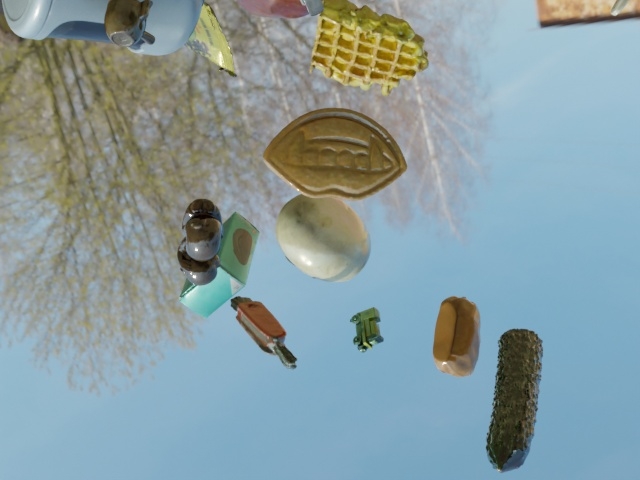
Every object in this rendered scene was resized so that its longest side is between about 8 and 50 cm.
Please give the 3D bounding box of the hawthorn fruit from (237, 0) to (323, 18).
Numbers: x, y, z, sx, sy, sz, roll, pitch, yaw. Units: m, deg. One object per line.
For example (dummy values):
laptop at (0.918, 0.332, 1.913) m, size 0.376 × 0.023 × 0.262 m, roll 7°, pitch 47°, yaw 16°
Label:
hawthorn fruit at (-0.081, -0.672, 1.851) m, size 0.308 × 0.325 × 0.308 m, roll 1°, pitch -144°, yaw -1°

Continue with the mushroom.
mushroom at (0.000, 0.000, 1.960) m, size 0.202 × 0.246 × 0.246 m, roll -48°, pitch 176°, yaw 41°

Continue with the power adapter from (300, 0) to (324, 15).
power adapter at (-0.057, -0.457, 1.194) m, size 0.124 × 0.255 × 0.187 m, roll -24°, pitch -145°, yaw 1°

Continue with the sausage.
sausage at (0.400, 0.278, 2.364) m, size 0.136 × 0.241 × 0.120 m, roll 19°, pitch 161°, yaw -37°

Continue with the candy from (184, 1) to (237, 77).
candy at (-0.281, -0.475, 1.727) m, size 0.081 × 0.187 × 0.297 m, roll -40°, pitch -126°, yaw -17°

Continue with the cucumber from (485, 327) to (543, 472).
cucumber at (0.371, 0.303, 1.536) m, size 0.096 × 0.096 × 0.359 m, roll -7°, pitch -153°, yaw 20°

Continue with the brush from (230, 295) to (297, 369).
brush at (-0.131, 0.209, 1.925) m, size 0.070 × 0.051 × 0.323 m, roll 1°, pitch -156°, yaw -32°

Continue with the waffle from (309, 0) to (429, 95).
waffle at (0.094, -0.350, 1.529) m, size 0.219 × 0.229 × 0.057 m, roll 15°, pitch -111°, yaw 1°

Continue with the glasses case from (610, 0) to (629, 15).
glasses case at (0.654, -0.521, 1.738) m, size 0.083 × 0.021 × 0.032 m, roll -56°, pitch -172°, yaw 14°

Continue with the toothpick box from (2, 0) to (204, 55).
toothpick box at (-0.366, -0.475, 1.463) m, size 0.354 × 0.263 × 0.263 m, roll 1°, pitch -172°, yaw -38°

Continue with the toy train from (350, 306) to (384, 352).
toy train at (0.122, 0.234, 2.118) m, size 0.081 × 0.050 × 0.122 m, roll -23°, pitch -133°, yaw 19°

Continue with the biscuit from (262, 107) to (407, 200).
biscuit at (0.024, -0.131, 1.229) m, size 0.220 × 0.142 × 0.029 m, roll 7°, pitch 173°, yaw -6°

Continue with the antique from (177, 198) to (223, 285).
antique at (-0.327, 0.023, 2.235) m, size 0.121 × 0.257 × 0.143 m, roll 3°, pitch -132°, yaw -15°

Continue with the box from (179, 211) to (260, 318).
box at (-0.315, 0.076, 2.563) m, size 0.205 × 0.118 × 0.311 m, roll -42°, pitch -160°, yaw 27°

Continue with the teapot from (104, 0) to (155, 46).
teapot at (-0.305, -0.355, 1.348) m, size 0.085 × 0.110 × 0.080 m, roll -7°, pitch -115°, yaw 22°
